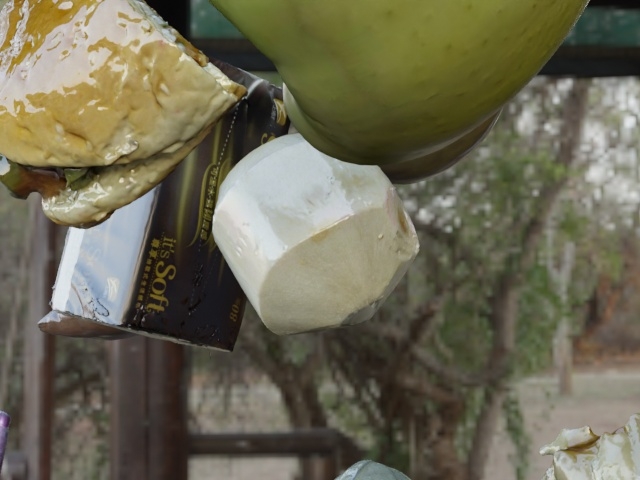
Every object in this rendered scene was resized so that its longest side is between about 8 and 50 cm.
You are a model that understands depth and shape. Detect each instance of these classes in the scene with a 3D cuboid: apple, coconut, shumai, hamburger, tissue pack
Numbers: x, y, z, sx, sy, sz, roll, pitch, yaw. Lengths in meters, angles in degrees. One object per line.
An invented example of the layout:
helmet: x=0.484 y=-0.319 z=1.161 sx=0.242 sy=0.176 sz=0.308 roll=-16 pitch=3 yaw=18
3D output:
apple: x=0.082 y=-0.263 z=1.200 sx=0.360 sy=0.311 sz=0.320 roll=-43 pitch=-10 yaw=-7
coconut: x=0.000 y=0.002 z=1.584 sx=0.241 sy=0.241 sz=0.241 roll=0 pitch=-3 yaw=0
shumai: x=0.350 y=0.296 z=1.449 sx=0.267 sy=0.262 sz=0.314 roll=15 pitch=-5 yaw=1
hamburger: x=-0.210 y=-0.126 z=1.221 sx=0.162 sy=0.209 sz=0.330 roll=40 pitch=1 yaw=-35
tissue pack: x=-0.197 y=-0.047 z=1.815 sx=0.198 sy=0.370 sz=0.210 roll=8 pitch=-7 yaw=43

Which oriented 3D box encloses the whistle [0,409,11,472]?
whistle: x=-0.379 y=0.264 z=1.593 sx=0.033 sy=0.033 sz=0.176 roll=0 pitch=41 yaw=0

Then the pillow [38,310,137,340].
pillow: x=-0.257 y=0.088 z=2.288 sx=0.305 sy=0.108 sz=0.308 roll=-20 pitch=-5 yaw=36

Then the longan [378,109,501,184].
longan: x=0.107 y=-0.261 z=2.015 sx=0.361 sy=0.361 sz=0.361 roll=0 pitch=-3 yaw=0

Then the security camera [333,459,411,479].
security camera: x=0.079 y=0.453 z=1.981 sx=0.197 sy=0.277 sz=0.191 roll=-14 pitch=3 yaw=28
